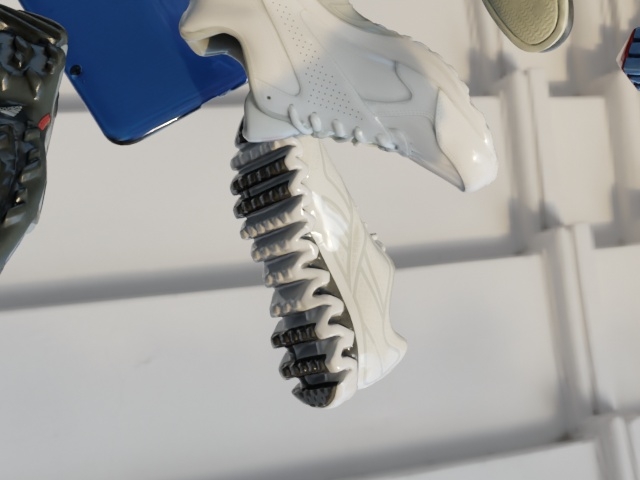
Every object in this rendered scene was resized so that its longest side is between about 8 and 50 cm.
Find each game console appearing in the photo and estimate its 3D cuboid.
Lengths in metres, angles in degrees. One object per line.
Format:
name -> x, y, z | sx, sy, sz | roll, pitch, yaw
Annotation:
game console -> -0.139, -0.210, 1.158 | 0.173, 0.250, 0.293 | -47, -125, 16

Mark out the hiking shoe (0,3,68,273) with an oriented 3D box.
hiking shoe -> -0.232, -0.028, 0.717 | 0.304, 0.113, 0.132 | -80, -173, -47

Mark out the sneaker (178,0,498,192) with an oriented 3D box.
sneaker -> 0.007, -0.093, 0.698 | 0.232, 0.115, 0.090 | 39, -7, 6

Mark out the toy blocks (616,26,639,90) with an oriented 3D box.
toy blocks -> 0.455, -0.100, 1.073 | 0.260, 0.381, 0.191 | 10, -105, 42

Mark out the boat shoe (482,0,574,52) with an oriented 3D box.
boat shoe -> 0.170, -0.262, 0.920 | 0.084, 0.079, 0.233 | -34, -118, 38

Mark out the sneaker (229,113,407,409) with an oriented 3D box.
sneaker -> 0.000, 0.000, 0.986 | 0.110, 0.118, 0.292 | -8, -84, 55
